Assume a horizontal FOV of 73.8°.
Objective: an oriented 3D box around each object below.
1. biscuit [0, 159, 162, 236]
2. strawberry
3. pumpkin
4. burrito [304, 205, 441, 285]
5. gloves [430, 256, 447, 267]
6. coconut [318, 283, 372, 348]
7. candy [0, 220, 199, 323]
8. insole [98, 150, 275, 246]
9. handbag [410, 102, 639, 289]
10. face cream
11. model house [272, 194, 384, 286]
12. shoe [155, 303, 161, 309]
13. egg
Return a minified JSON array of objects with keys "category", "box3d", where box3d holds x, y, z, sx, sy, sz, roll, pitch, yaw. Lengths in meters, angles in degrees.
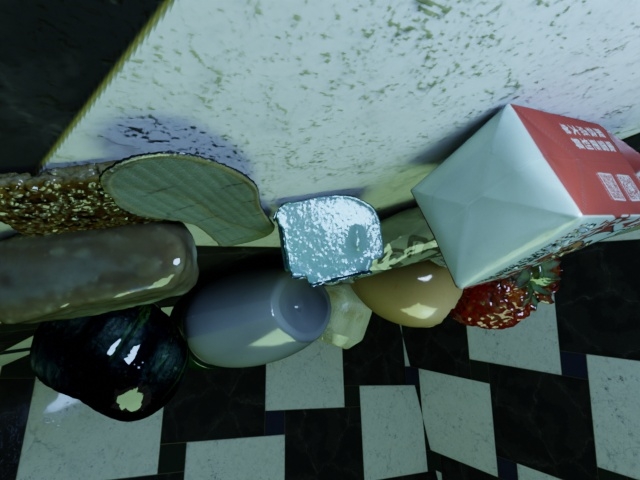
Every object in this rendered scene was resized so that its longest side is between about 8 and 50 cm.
[{"category":"biscuit","box3d":[-0.190,-0.043,0.423,0.236,0.026,0.131,-8,169,-13]},{"category":"strawberry","box3d":[0.488,0.109,1.254,0.312,0.267,0.351,-39,-167,-15]},{"category":"pumpkin","box3d":[-0.408,0.222,0.870,0.315,0.239,0.315,17,149,11]},{"category":"burrito","box3d":[0.154,-0.005,0.759,0.445,0.101,0.139,-19,177,18]},{"category":"gloves","box3d":[0.267,-0.010,0.833,0.153,0.114,0.070,-24,148,-15]},{"category":"coconut","box3d":[0.064,0.269,1.619,0.244,0.247,0.245,18,170,3]},{"category":"candy","box3d":[-0.271,0.035,0.516,0.233,0.102,0.104,-13,168,-7]},{"category":"insole","box3d":[-0.117,-0.030,0.475,0.119,0.009,0.348,-15,169,1]},{"category":"handbag","box3d":[0.280,-0.050,0.533,0.298,0.151,0.171,-5,153,-36]},{"category":"face cream","box3d":[-0.173,0.188,1.022,0.357,0.220,0.312,-19,166,33]},{"category":"model house","box3d":[0.000,0.000,0.638,0.148,0.120,0.148,-13,180,-15]},{"category":"shoe","box3d":[-0.503,0.203,1.152,0.159,0.062,0.053,-16,154,21]},{"category":"egg","box3d":[0.175,0.078,0.914,0.244,0.201,0.201,15,163,-7]}]
